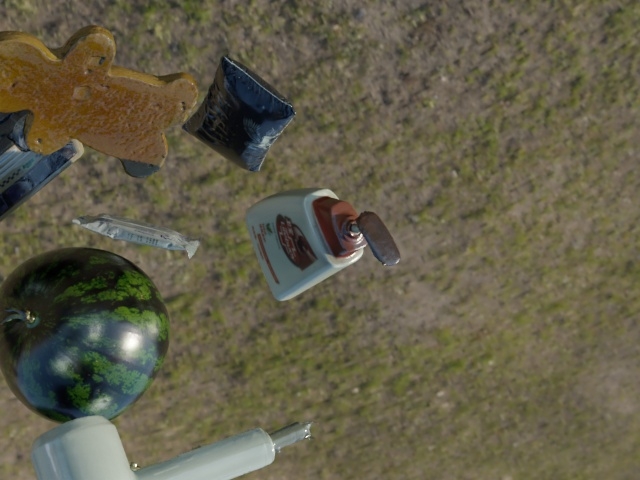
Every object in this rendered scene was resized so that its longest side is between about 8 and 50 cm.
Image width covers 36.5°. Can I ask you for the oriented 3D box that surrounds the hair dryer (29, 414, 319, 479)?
[{"bbox_3d":[-0.163,0.275,1.204,0.357,0.173,0.107,-14,162,-28],"label":"hair dryer"}]

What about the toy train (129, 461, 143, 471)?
[{"bbox_3d":[-0.358,0.434,1.704,0.125,0.080,0.194,8,171,46],"label":"toy train"}]

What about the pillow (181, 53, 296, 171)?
[{"bbox_3d":[-0.121,-0.182,1.456,0.141,0.055,0.208,33,149,-8],"label":"pillow"}]

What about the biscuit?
[{"bbox_3d":[-0.307,-0.188,1.240,0.302,0.049,0.197,15,122,-38],"label":"biscuit"}]

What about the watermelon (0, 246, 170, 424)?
[{"bbox_3d":[-0.352,0.139,1.435,0.269,0.269,0.269,-15,148,-10],"label":"watermelon"}]

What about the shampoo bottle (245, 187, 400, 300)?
[{"bbox_3d":[0.000,0.000,1.288,0.071,0.153,0.284,-21,-174,-29],"label":"shampoo bottle"}]

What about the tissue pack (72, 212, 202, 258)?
[{"bbox_3d":[-0.289,-0.013,1.549,0.193,0.122,0.026,14,96,-4],"label":"tissue pack"}]

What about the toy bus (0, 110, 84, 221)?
[{"bbox_3d":[-0.483,-0.102,1.357,0.289,0.139,0.157,-45,155,-20],"label":"toy bus"}]
